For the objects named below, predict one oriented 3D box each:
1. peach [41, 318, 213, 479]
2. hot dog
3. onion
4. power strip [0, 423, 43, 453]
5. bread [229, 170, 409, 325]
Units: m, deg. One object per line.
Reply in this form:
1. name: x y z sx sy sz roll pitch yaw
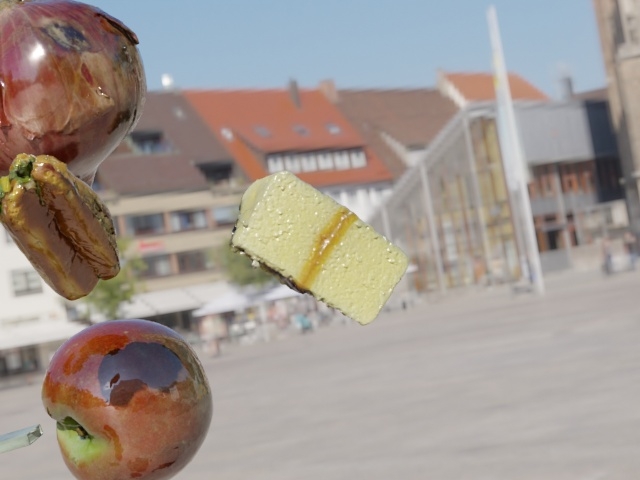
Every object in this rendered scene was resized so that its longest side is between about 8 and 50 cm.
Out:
1. peach: -0.275 0.238 1.957 0.252 0.252 0.252 -10 -2 0
2. hot dog: -0.307 -0.018 1.596 0.115 0.072 0.269 -26 -31 -6
3. onion: -0.416 -0.213 1.940 0.353 0.354 0.353 -10 -2 0
4. power strip: -0.487 0.310 2.050 0.136 0.019 0.051 -18 10 16
5. bread: 0.000 0.000 2.099 0.142 0.266 0.178 -49 18 18
